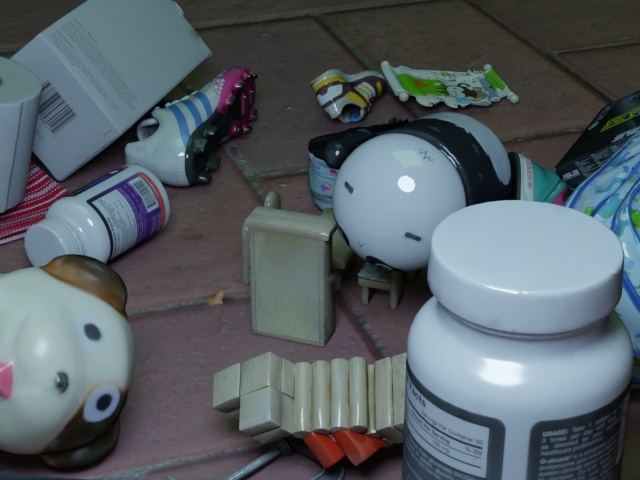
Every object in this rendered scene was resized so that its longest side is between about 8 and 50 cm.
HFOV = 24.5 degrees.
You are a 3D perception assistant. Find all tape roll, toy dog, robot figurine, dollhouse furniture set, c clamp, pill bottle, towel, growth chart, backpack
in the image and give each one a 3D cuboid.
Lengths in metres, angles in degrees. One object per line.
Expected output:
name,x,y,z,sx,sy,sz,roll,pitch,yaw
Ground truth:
tape roll,-0.522,-0.158,2.063,0.246,0.169,0.246,12,23,-5
toy dog,-0.404,0.135,1.592,0.408,0.284,0.395,4,-7,9
robot figurine,0.127,-0.059,1.789,0.209,0.173,0.278,-7,10,30
dollhouse furniture set,0.000,0.000,1.894,0.212,0.161,0.242,9,30,17
c clamp,-0.060,0.250,1.579,0.161,0.022,0.137,-23,36,-36
pill bottle,0.183,0.161,1.387,0.210,0.363,0.210,1,29,0
towel,-0.483,-0.070,2.160,0.199,0.031,0.275,-19,34,-30
pill bottle,-0.302,-0.022,1.988,0.108,0.108,0.193,18,33,30
growth chart,0.217,-0.263,2.493,0.237,0.021,0.172,0,29,-22
backpack,0.071,-0.105,2.138,0.182,0.115,0.152,-9,18,-13
backpack,0.400,0.023,1.745,0.355,0.290,0.273,-29,4,-26

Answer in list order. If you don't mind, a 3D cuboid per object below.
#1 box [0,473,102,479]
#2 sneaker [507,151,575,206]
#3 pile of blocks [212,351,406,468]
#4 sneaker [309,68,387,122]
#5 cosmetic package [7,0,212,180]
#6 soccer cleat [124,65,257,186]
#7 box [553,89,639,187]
box,-0.270,0.305,1.277,0.270,0.216,0.060,3,27,4
sneaker,0.297,0.039,1.877,0.178,0.124,0.295,21,54,-19
pile of blocks,0.065,0.200,1.592,0.362,0.149,0.112,-1,57,3
sneaker,0.056,-0.231,2.431,0.069,0.084,0.185,-32,-16,35
cosmetic package,-0.339,-0.270,2.306,0.155,0.197,0.365,-34,10,29
soccer cleat,-0.199,-0.191,2.291,0.143,0.116,0.331,8,30,14
box,0.460,-0.168,2.186,0.191,0.045,0.184,-24,16,50
